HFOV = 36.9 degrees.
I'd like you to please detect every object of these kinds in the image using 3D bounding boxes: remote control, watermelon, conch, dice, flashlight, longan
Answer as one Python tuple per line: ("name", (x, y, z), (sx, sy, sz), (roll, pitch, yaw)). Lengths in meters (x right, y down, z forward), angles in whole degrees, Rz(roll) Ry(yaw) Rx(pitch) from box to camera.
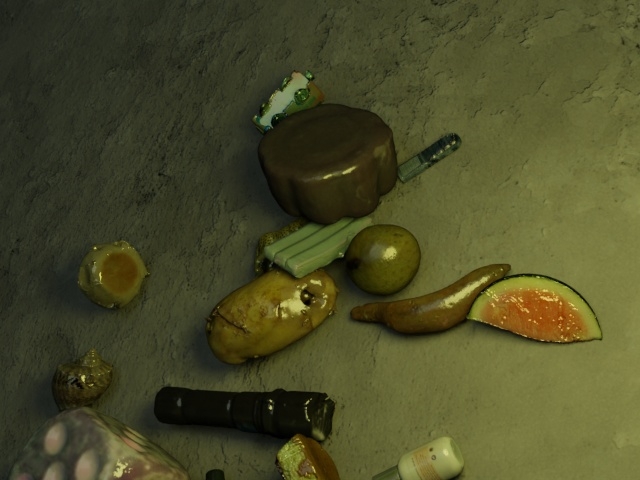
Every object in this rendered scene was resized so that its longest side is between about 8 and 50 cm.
("remote control", (0.230, -0.179, 2.041), (0.152, 0.027, 0.044), (-34, 55, 15))
("watermelon", (0.389, 0.119, 1.736), (0.245, 0.063, 0.119), (8, 84, 18))
("conch", (-0.560, 0.343, 2.228), (0.155, 0.130, 0.207), (-139, 64, -73))
("dice", (-0.443, 0.512, 1.922), (0.271, 0.270, 0.270), (26, 79, 40))
("flashlight", (-0.166, 0.347, 1.957), (0.423, 0.103, 0.103), (-2, 63, 34))
("longan", (0.132, 0.035, 1.908), (0.176, 0.145, 0.154), (-19, 24, -31))

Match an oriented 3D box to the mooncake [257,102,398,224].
("mooncake", (0.019, -0.164, 2.041), (0.305, 0.154, 0.306), (-11, 40, 9))

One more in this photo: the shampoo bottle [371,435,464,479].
("shampoo bottle", (0.162, 0.418, 1.716), (0.192, 0.074, 0.074), (-31, 52, 18))

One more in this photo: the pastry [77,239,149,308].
("pastry", (-0.496, 0.081, 2.282), (0.088, 0.165, 0.166), (-6, 60, 46))

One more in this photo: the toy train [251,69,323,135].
("toy train", (-0.072, -0.314, 2.266), (0.188, 0.099, 0.072), (-48, 52, -1))

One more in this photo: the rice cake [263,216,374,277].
("rice cake", (0.000, 0.000, 1.997), (0.237, 0.043, 0.127), (-31, 39, -32))

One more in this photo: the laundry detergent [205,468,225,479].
("laundry detergent", (-0.195, 0.556, 1.871), (0.099, 0.070, 0.226), (-30, 50, 26))

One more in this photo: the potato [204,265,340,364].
("potato", (-0.104, 0.151, 1.992), (0.300, 0.140, 0.173), (-26, 40, 11))

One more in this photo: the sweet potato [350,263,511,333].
("sweet potato", (0.206, 0.131, 1.852), (0.346, 0.079, 0.108), (-17, 26, 26))

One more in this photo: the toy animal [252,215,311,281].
("toy animal", (-0.086, 0.009, 2.117), (0.181, 0.073, 0.136), (-25, 49, 29))

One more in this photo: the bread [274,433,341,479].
("bread", (-0.016, 0.435, 1.783), (0.069, 0.128, 0.140), (-37, 62, 9))
